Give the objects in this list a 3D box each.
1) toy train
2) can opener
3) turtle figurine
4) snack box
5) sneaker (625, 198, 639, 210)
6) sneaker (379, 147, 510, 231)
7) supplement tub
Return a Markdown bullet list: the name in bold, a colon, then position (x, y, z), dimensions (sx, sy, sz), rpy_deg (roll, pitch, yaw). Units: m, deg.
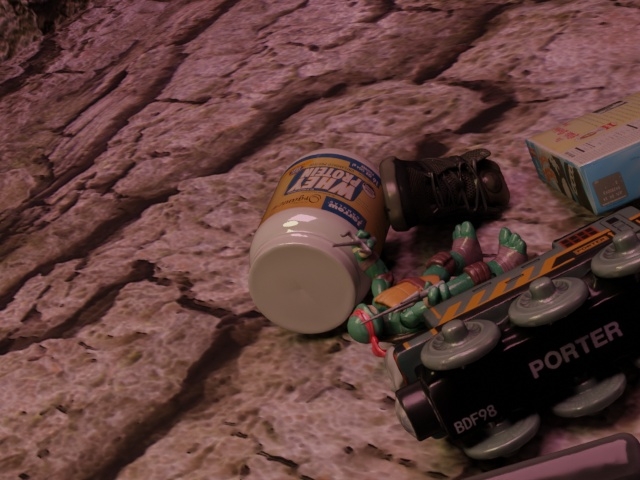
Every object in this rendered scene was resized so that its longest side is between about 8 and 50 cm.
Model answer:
- **toy train**: position (0.215, 0.083, 1.375), dimensions (0.334, 0.142, 0.190), rpy_deg (-27, 15, -2)
- **can opener**: position (0.144, 0.240, 1.225), dimensions (0.280, 0.074, 0.093), rpy_deg (-22, 61, 8)
- **turtle figurine**: position (0.098, 0.049, 1.539), dimensions (0.234, 0.118, 0.175), rpy_deg (-23, 37, -32)
- **snack box**: position (0.342, -0.108, 1.585), dimensions (0.187, 0.060, 0.322), rpy_deg (-23, 9, 2)
- **sneaker**: position (0.378, -0.027, 1.499), dimensions (0.086, 0.064, 0.192), rpy_deg (-28, 23, 3)
- **sneaker**: position (0.142, -0.063, 1.680), dimensions (0.130, 0.087, 0.227), rpy_deg (-11, 0, 17)
- **supplement tub**: position (0.000, 0.000, 1.673), dimensions (0.144, 0.144, 0.200), rpy_deg (-13, 29, 21)
